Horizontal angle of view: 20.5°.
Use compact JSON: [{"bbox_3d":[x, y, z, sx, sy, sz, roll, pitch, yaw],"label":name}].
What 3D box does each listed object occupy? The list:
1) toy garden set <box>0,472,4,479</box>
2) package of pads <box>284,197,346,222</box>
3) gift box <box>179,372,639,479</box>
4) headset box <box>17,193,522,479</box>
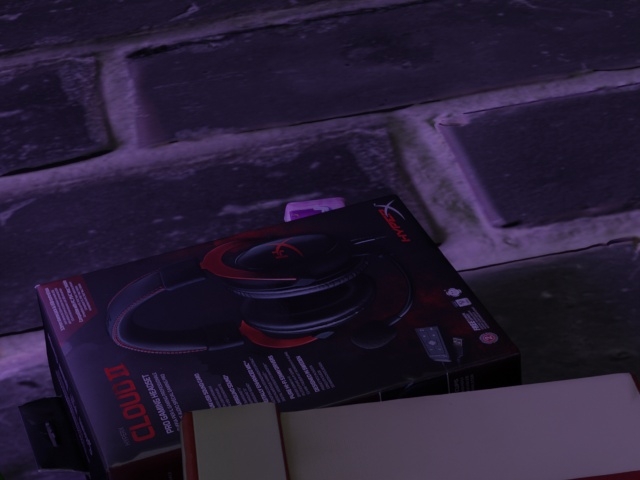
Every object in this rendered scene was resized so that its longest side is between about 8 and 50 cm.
[{"bbox_3d":[-0.313,0.182,1.070,0.244,0.049,0.204,-28,32,-13],"label":"toy garden set"},{"bbox_3d":[0.000,0.000,1.370,0.050,0.032,0.083,-6,31,-3],"label":"package of pads"},{"bbox_3d":[0.045,0.222,0.790,0.258,0.255,0.276,-6,28,-3],"label":"gift box"},{"bbox_3d":[-0.045,0.096,1.146,0.293,0.110,0.218,-14,33,-13],"label":"headset box"}]
